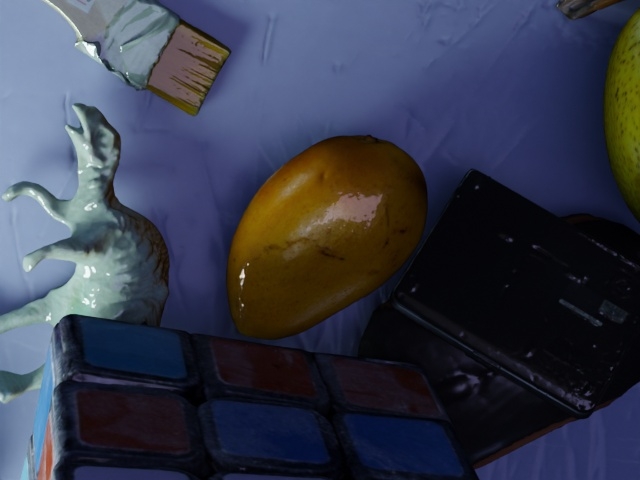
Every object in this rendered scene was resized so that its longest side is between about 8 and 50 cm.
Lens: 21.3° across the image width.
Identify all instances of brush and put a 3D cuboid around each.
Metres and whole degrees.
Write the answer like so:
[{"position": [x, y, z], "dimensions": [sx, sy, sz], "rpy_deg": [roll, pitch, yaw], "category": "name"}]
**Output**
[{"position": [-0.233, -0.223, 1.476], "dimensions": [0.336, 0.020, 0.085], "rpy_deg": [30, 92, -16], "category": "brush"}]

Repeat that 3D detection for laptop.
[{"position": [0.183, 0.046, 1.512], "dimensions": [0.207, 0.026, 0.154], "rpy_deg": [31, 75, 8], "category": "laptop"}]

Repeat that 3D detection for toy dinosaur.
[{"position": [-0.214, 0.089, 1.504], "dimensions": [0.205, 0.092, 0.393], "rpy_deg": [-23, 101, -13], "category": "toy dinosaur"}]

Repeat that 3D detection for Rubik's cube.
[{"position": [-0.069, 0.301, 1.383], "dimensions": [0.362, 0.359, 0.363], "rpy_deg": [10, 114, -14], "category": "Rubik's cube"}]

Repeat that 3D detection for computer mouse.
[{"position": [0.185, 0.094, 1.579], "dimensions": [0.323, 0.116, 0.183], "rpy_deg": [-27, 98, -7], "category": "computer mouse"}]

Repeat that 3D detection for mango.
[{"position": [0.000, 0.000, 1.520], "dimensions": [0.219, 0.112, 0.145], "rpy_deg": [-46, 112, 0], "category": "mango"}]

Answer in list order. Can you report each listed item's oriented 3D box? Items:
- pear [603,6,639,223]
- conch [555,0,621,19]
[{"position": [0.386, -0.104, 1.516], "dimensions": [0.294, 0.294, 0.294], "rpy_deg": [-2, 100, -13], "category": "pear"}, {"position": [0.333, -0.272, 1.573], "dimensions": [0.232, 0.086, 0.080], "rpy_deg": [-49, 149, 12], "category": "conch"}]
